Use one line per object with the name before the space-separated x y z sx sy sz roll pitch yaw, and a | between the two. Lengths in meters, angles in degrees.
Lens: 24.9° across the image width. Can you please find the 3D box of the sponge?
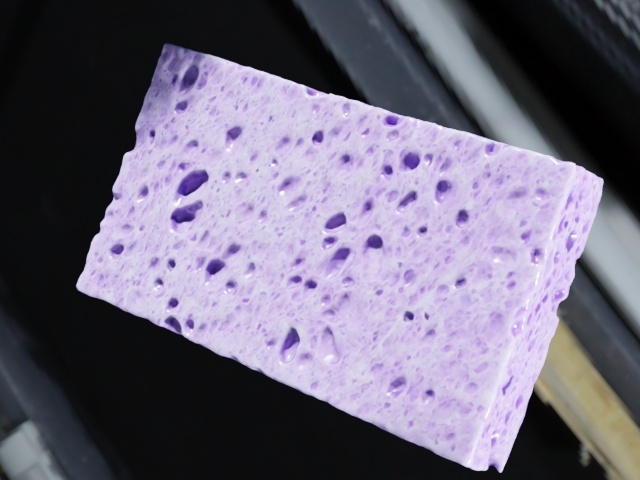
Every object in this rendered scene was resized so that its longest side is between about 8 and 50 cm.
sponge | 0.000 0.000 0.583 0.210 0.031 0.117 20 -91 35
